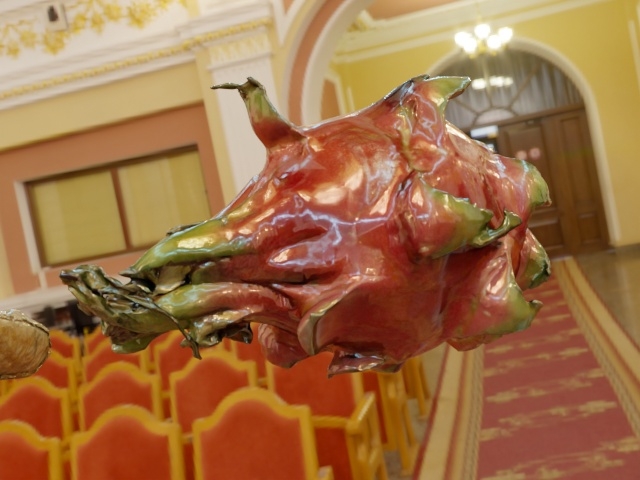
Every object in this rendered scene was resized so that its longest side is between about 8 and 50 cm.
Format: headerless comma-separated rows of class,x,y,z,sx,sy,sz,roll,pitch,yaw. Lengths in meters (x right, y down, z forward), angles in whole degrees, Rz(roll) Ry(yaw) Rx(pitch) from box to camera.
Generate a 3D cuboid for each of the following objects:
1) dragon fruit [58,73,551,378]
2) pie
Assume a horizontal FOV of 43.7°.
dragon fruit,0.000,-0.004,0.376,0.236,0.137,0.135,0,-26,-18
pie,-0.558,0.183,1.394,0.068,0.128,0.282,26,-8,15
